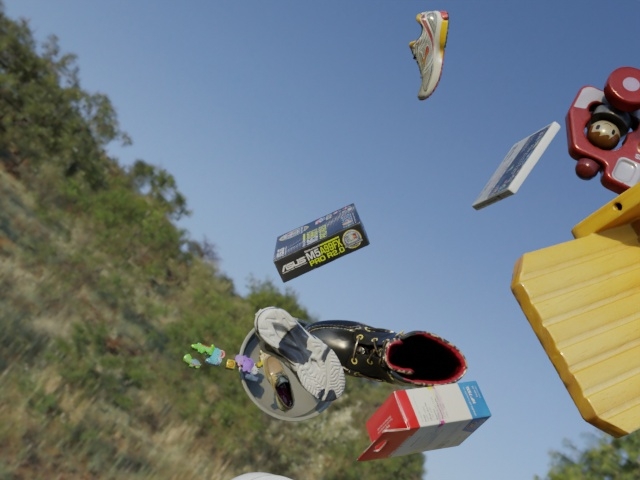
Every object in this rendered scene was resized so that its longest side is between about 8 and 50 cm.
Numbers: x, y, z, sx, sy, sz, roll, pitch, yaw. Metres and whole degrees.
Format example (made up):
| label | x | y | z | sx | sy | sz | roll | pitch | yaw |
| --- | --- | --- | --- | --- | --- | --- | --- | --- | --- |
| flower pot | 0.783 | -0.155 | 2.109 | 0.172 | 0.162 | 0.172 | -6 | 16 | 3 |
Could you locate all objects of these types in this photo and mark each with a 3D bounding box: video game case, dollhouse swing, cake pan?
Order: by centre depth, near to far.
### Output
| label | x | y | z | sx | sy | sz | roll | pitch | yaw |
| --- | --- | --- | --- | --- | --- | --- | --- | --- | --- |
| dollhouse swing | 0.518 | 0.071 | 1.145 | 0.315 | 0.304 | 0.347 | -42 | -116 | 39 |
| video game case | 0.415 | -0.155 | 1.689 | 0.022 | 0.190 | 0.173 | 39 | -17 | -5 |
| cake pan | -0.090 | 0.354 | 2.160 | 0.293 | 0.293 | 0.054 | 39 | -34 | -1 |

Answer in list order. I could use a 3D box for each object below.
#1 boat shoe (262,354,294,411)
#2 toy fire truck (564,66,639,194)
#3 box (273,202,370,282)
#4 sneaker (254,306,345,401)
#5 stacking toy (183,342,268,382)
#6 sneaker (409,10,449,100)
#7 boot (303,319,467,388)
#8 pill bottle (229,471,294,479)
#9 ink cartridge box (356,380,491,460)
| label | x | y | z | sx | sy | sz | roll | pitch | yaw |
| --- | --- | --- | --- | --- | --- | --- | --- | --- | --- |
| boat shoe | -0.089 | 0.320 | 1.789 | 0.135 | 0.050 | 0.045 | 66 | -25 | 4 |
| toy fire truck | 0.674 | -0.211 | 1.719 | 0.302 | 0.254 | 0.169 | 27 | -24 | 11 |
| box | 0.000 | 0.000 | 1.874 | 0.270 | 0.216 | 0.060 | -91 | 157 | -78 |
| sneaker | -0.052 | 0.220 | 1.597 | 0.235 | 0.094 | 0.153 | 41 | -7 | -15 |
| stacking toy | -0.234 | 0.303 | 2.021 | 0.221 | 0.052 | 0.167 | 15 | -26 | -14 |
| sneaker | 0.268 | -0.470 | 2.015 | 0.092 | 0.226 | 0.088 | 6 | 12 | 3 |
| boot | 0.142 | 0.261 | 1.822 | 0.377 | 0.138 | 0.284 | 17 | -11 | -3 |
| pill bottle | -0.128 | 0.531 | 1.428 | 0.204 | 0.204 | 0.361 | 38 | -29 | 0 |
| ink cartridge box | 0.178 | 0.332 | 1.451 | 0.134 | 0.230 | 0.078 | -60 | -140 | 45 |
